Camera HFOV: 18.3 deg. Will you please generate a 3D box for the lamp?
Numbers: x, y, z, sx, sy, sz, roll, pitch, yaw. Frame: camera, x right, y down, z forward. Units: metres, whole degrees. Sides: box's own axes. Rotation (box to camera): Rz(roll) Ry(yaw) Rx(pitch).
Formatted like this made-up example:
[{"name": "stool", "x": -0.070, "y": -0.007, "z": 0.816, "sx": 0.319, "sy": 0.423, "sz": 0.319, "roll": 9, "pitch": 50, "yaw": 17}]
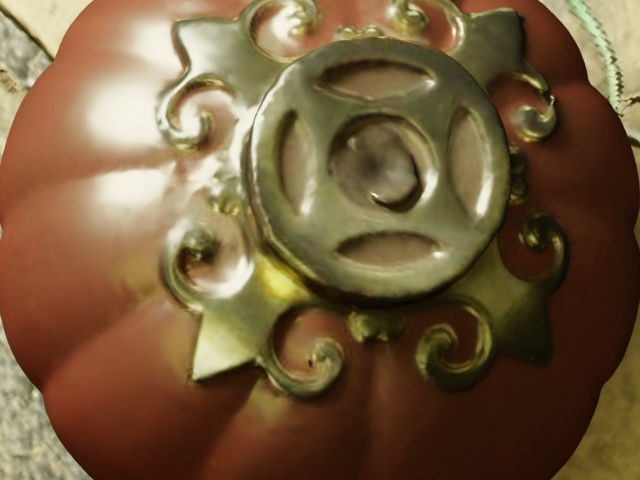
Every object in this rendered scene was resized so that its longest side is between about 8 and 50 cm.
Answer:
[{"name": "lamp", "x": 0.000, "y": 0.000, "z": 0.916, "sx": 0.303, "sy": 0.257, "sz": 0.303, "roll": 3, "pitch": 75, "yaw": -13}]
